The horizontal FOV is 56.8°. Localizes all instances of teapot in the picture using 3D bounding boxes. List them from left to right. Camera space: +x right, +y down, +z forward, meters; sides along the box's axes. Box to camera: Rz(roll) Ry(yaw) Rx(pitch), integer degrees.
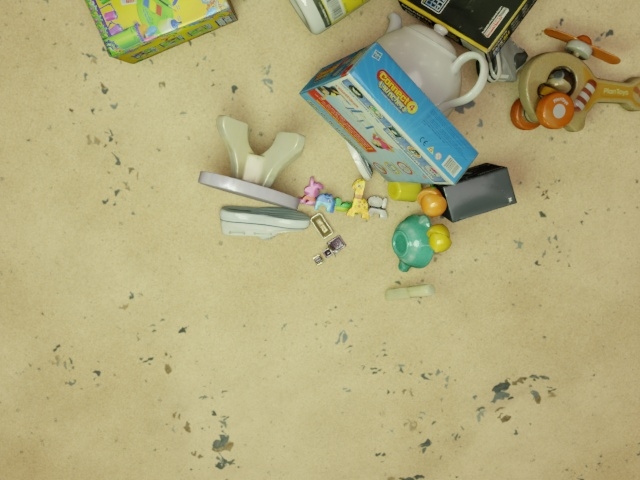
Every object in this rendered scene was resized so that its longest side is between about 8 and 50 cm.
[{"bbox_3d":[0.222,-0.386,1.309,0.256,0.252,0.187,33,107,-3],"label":"teapot"}]

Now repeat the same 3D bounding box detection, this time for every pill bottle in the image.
[{"bbox_3d":[0.077,-0.619,1.292,0.334,0.188,0.187,-32,101,4],"label":"pill bottle"}]

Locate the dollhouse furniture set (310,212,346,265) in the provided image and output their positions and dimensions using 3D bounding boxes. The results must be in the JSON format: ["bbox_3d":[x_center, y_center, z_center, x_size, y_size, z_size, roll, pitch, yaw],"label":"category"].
[{"bbox_3d":[0.000,0.000,1.473,0.091,0.081,0.114,-33,101,5],"label":"dollhouse furniture set"}]

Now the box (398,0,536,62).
[{"bbox_3d":[0.367,-0.600,1.309,0.257,0.079,0.322,40,99,20],"label":"box"}]

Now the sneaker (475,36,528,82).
[{"bbox_3d":[0.425,-0.476,1.398,0.132,0.086,0.228,-1,85,-30],"label":"sneaker"}]

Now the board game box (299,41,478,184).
[{"bbox_3d":[0.132,-0.251,1.252,0.308,0.302,0.086,42,82,-19],"label":"board game box"}]

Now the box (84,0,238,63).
[{"bbox_3d":[-0.371,-0.581,1.292,0.279,0.177,0.289,-21,101,3],"label":"box"}]

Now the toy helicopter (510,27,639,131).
[{"bbox_3d":[0.636,-0.375,1.405,0.356,0.140,0.234,1,99,-14],"label":"toy helicopter"}]

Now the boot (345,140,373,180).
[{"bbox_3d":[0.106,-0.244,1.430,0.086,0.069,0.189,-24,101,8],"label":"boot"}]

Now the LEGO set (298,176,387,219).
[{"bbox_3d":[0.065,-0.112,1.450,0.228,0.087,0.093,10,102,-5],"label":"LEGO set"}]

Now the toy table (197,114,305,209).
[{"bbox_3d":[-0.147,-0.176,1.368,0.252,0.274,0.160,14,91,29],"label":"toy table"}]

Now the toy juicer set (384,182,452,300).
[{"bbox_3d":[0.248,0.013,1.426,0.090,0.209,0.328,-7,105,-30],"label":"toy juicer set"}]

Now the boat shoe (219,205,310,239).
[{"bbox_3d":[-0.138,-0.039,1.472,0.227,0.083,0.075,8,114,8],"label":"boat shoe"}]

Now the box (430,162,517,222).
[{"bbox_3d":[0.361,-0.118,1.420,0.156,0.158,0.093,-17,102,1],"label":"box"}]
